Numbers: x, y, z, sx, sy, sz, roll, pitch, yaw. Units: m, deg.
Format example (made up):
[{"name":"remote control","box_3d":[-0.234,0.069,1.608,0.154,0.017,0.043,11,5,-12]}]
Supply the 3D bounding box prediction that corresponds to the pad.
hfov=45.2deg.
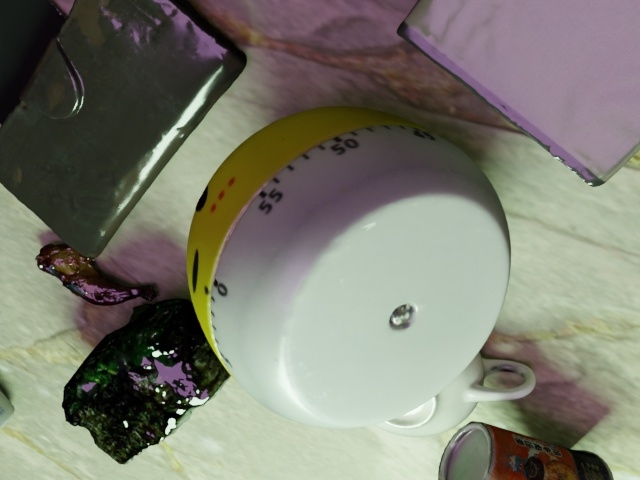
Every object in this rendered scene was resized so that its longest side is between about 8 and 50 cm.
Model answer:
[{"name":"pad","box_3d":[-0.281,-0.156,0.801,0.160,0.009,0.265,-37,102,30]}]

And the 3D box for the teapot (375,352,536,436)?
[{"name":"teapot","box_3d":[0.100,0.138,0.777,0.227,0.092,0.145,5,119,13]}]

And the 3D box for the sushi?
[{"name":"sushi","box_3d":[-0.198,0.153,0.863,0.127,0.124,0.225,45,124,-10]}]

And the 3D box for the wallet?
[{"name":"wallet","box_3d":[-0.219,-0.123,0.770,0.165,0.042,0.309,41,122,-9]}]

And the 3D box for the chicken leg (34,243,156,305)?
[{"name":"chicken leg","box_3d":[-0.260,0.045,0.887,0.145,0.037,0.062,30,107,3]}]

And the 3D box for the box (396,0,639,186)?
[{"name":"box","box_3d":[0.212,-0.198,0.515,0.188,0.153,0.252,39,122,4]}]

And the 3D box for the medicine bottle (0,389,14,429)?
[{"name":"medicine bottle","box_3d":[-0.545,0.128,0.967,0.130,0.130,0.340,-26,106,28]}]

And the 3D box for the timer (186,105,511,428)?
[{"name":"timer","box_3d":[0.000,0.000,0.675,0.285,0.285,0.285,8,119,15]}]

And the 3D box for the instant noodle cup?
[{"name":"instant noodle cup","box_3d":[0.196,0.242,0.756,0.136,0.127,0.127,27,123,-16]}]
